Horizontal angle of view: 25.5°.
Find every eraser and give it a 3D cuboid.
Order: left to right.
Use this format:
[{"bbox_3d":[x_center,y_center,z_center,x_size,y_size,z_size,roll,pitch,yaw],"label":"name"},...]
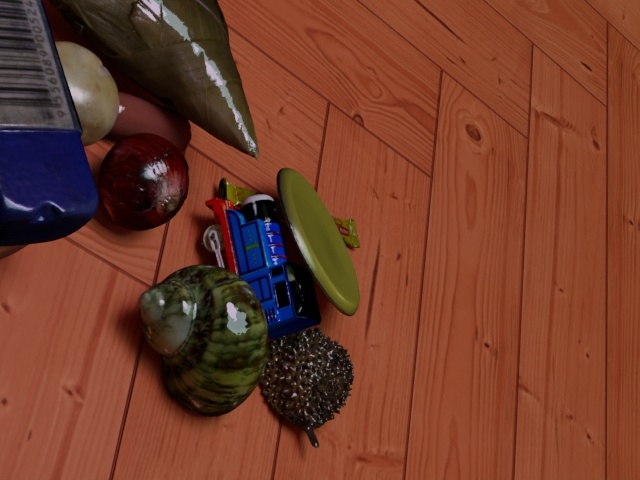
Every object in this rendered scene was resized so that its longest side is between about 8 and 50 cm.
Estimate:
[{"bbox_3d":[-0.366,-0.159,1.632,0.155,0.101,0.332,-4,68,-41],"label":"eraser"}]

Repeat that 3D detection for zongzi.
[{"bbox_3d":[-0.216,-0.249,1.862,0.274,0.145,0.300,22,31,-42],"label":"zongzi"}]

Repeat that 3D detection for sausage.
[{"bbox_3d":[-0.241,-0.160,1.913,0.154,0.062,0.062,17,58,-42],"label":"sausage"}]

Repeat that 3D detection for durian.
[{"bbox_3d":[-0.005,0.195,1.964,0.148,0.091,0.188,21,58,-40],"label":"durian"}]

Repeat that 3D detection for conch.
[{"bbox_3d":[-0.152,0.123,1.804,0.181,0.124,0.187,20,81,-6],"label":"conch"}]

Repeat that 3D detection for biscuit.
[{"bbox_3d":[-0.044,-0.038,2.096,0.292,0.026,0.048,16,64,-45],"label":"biscuit"}]

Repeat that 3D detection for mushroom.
[{"bbox_3d":[-0.326,-0.183,1.793,0.148,0.112,0.148,23,54,-36],"label":"mushroom"}]

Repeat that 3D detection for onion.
[{"bbox_3d":[-0.232,-0.074,1.835,0.131,0.131,0.131,25,53,-38],"label":"onion"}]

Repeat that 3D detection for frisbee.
[{"bbox_3d":[0.000,0.000,2.019,0.236,0.017,0.236,59,14,-23],"label":"frisbee"}]

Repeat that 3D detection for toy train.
[{"bbox_3d":[-0.083,0.035,1.923,0.083,0.131,0.204,24,50,-62],"label":"toy train"}]

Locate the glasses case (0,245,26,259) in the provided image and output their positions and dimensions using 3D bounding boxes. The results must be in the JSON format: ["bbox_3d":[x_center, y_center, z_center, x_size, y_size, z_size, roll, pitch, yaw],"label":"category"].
[{"bbox_3d":[-0.414,0.009,1.616,0.196,0.083,0.050,-23,89,-50],"label":"glasses case"}]
